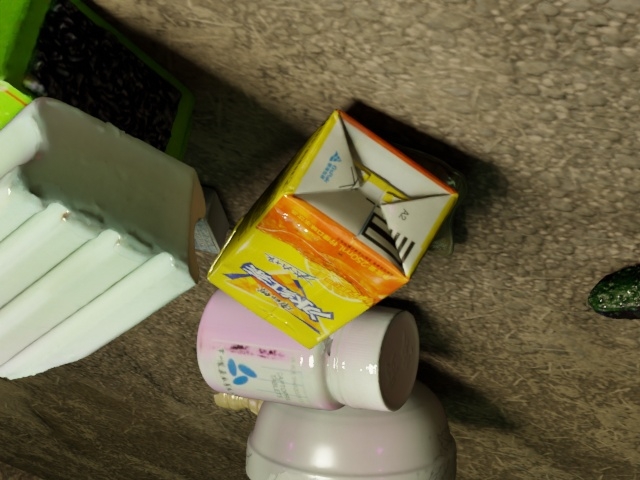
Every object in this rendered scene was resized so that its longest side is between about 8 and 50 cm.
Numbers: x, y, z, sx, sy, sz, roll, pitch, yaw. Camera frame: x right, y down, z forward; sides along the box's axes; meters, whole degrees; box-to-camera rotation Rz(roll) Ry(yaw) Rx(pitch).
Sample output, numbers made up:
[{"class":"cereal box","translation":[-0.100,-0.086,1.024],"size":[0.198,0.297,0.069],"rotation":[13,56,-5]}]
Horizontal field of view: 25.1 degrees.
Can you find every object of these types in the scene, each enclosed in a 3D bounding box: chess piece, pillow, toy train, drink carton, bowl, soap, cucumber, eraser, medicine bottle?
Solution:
[{"class":"chess piece","translation":[-0.105,0.244,2.229],"size":[0.122,0.066,0.066],"rotation":[10,156,31]},{"class":"pillow","translation":[0.088,-0.043,1.482],"size":[0.130,0.033,0.217],"rotation":[22,158,6]},{"class":"toy train","translation":[-0.273,-0.118,1.425],"size":[0.249,0.173,0.307],"rotation":[-14,142,37]},{"class":"drink carton","translation":[0.000,0.000,1.495],"size":[0.154,0.111,0.351],"rotation":[35,159,-5]},{"class":"bowl","translation":[0.042,0.244,1.930],"size":[0.287,0.144,0.287],"rotation":[1,-168,0]},{"class":"soap","translation":[-0.277,0.020,1.381],"size":[0.208,0.115,0.347],"rotation":[27,141,-28]},{"class":"cucumber","translation":[0.367,0.046,1.451],"size":[0.067,0.067,0.245],"rotation":[29,157,-24]},{"class":"eraser","translation":[-0.217,-0.042,1.687],"size":[0.212,0.046,0.092],"rotation":[12,156,14]},{"class":"medicine bottle","translation":[-0.015,0.135,1.802],"size":[0.254,0.152,0.152],"rotation":[7,155,26]}]
